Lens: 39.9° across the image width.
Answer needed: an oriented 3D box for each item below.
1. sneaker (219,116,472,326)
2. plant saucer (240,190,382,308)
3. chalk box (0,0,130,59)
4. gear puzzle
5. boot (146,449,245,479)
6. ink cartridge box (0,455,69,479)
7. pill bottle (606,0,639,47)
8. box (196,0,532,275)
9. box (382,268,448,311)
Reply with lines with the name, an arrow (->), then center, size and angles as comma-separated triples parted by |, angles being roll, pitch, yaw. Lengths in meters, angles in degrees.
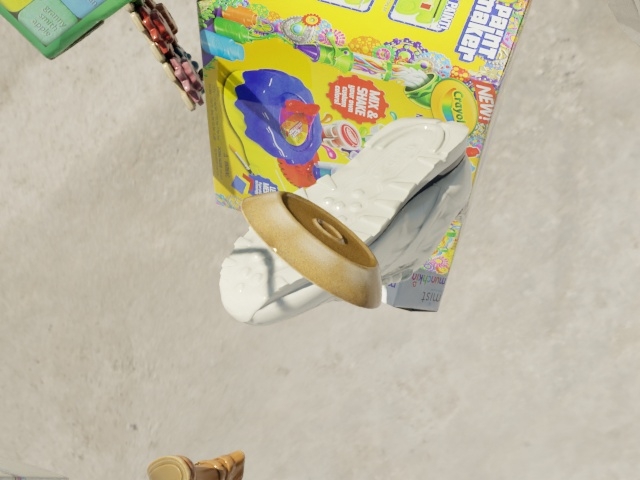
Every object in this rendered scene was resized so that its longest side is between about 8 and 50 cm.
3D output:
sneaker -> 0.031, 0.001, 0.632 | 0.235, 0.094, 0.090 | -35, 43, -29
plant saucer -> 0.000, 0.000, 0.424 | 0.083, 0.083, 0.015 | 38, 105, 2
chalk box -> -0.228, -0.294, 0.754 | 0.179, 0.180, 0.289 | -33, 36, 12
gear puzzle -> -0.253, -0.352, 1.266 | 0.044, 0.175, 0.338 | -29, 111, 6
boot -> -0.169, 0.334, 1.254 | 0.152, 0.197, 0.073 | -17, 64, -35
ink cartridge box -> -0.399, 0.297, 0.877 | 0.168, 0.233, 0.171 | 10, 78, 19
pill bottle -> 0.297, -0.204, 0.585 | 0.210, 0.363, 0.210 | 3, 108, 10
box -> 0.043, -0.149, 0.907 | 0.279, 0.290, 0.177 | 17, 55, 10
box -> 0.093, -0.031, 1.445 | 0.127, 0.262, 0.231 | 11, 98, -46
